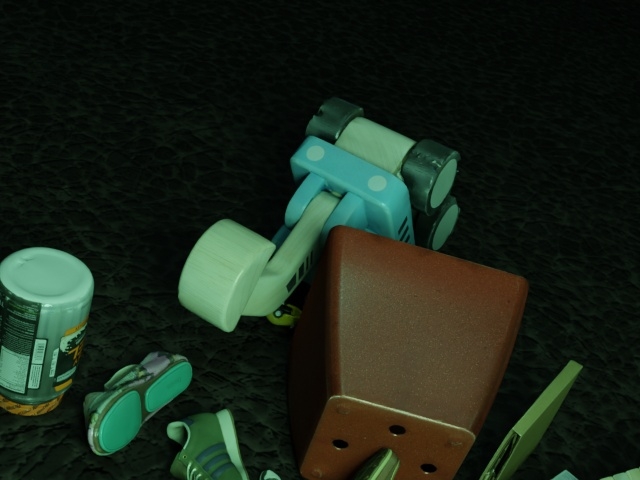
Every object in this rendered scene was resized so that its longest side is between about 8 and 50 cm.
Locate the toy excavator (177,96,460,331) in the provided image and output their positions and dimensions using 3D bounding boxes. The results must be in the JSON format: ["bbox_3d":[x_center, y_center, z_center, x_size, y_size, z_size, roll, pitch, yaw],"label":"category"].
[{"bbox_3d":[0.000,0.000,1.629,0.222,0.433,0.445,27,70,21],"label":"toy excavator"}]

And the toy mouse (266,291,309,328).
[{"bbox_3d":[-0.042,0.094,1.680,0.161,0.031,0.143,20,22,-5],"label":"toy mouse"}]

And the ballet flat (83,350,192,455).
[{"bbox_3d":[-0.245,0.199,1.403,0.079,0.077,0.221,10,24,22],"label":"ballet flat"}]

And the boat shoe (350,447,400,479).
[{"bbox_3d":[0.046,0.326,1.300,0.060,0.064,0.178,34,71,-8],"label":"boat shoe"}]

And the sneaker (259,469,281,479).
[{"bbox_3d":[-0.051,0.304,1.360,0.031,0.037,0.083,1,35,-22],"label":"sneaker"}]

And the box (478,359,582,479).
[{"bbox_3d":[0.265,0.258,1.462,0.021,0.164,0.201,34,36,20],"label":"box"}]

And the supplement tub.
[{"bbox_3d":[-0.345,0.113,1.361,0.117,0.190,0.117,12,34,-8],"label":"supplement tub"}]

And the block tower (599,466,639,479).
[{"bbox_3d":[0.308,0.348,1.315,0.335,0.097,0.091,-14,51,-10],"label":"block tower"}]

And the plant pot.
[{"bbox_3d":[0.095,0.182,1.430,0.267,0.267,0.236,16,43,-3],"label":"plant pot"}]

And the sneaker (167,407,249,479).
[{"bbox_3d":[-0.136,0.280,1.339,0.086,0.064,0.192,-3,37,-16],"label":"sneaker"}]

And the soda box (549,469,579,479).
[{"bbox_3d":[0.358,0.389,1.396,0.069,0.074,0.216,-19,47,-42],"label":"soda box"}]
